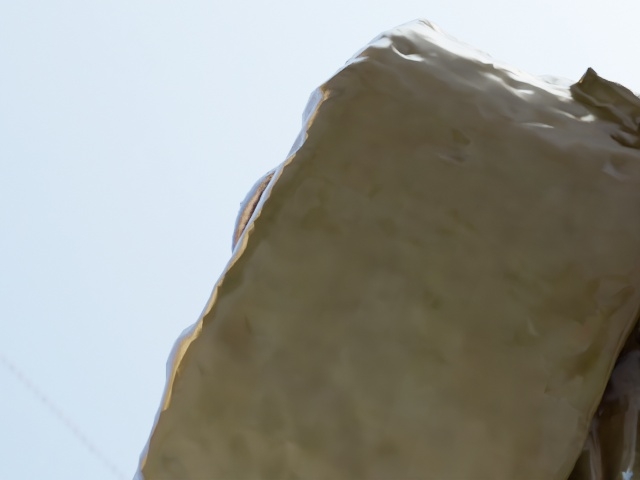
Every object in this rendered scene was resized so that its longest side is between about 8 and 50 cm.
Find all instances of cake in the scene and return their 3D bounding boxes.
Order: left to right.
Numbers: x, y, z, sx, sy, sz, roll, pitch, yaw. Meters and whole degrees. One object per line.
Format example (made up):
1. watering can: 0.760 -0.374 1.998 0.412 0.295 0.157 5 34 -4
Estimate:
1. cake: 0.107 0.109 0.729 0.332 0.321 0.332 23 -90 -82

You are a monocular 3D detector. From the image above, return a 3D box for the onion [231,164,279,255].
1. onion: 0.000 0.000 1.219 0.104 0.115 0.115 47 -142 -63
